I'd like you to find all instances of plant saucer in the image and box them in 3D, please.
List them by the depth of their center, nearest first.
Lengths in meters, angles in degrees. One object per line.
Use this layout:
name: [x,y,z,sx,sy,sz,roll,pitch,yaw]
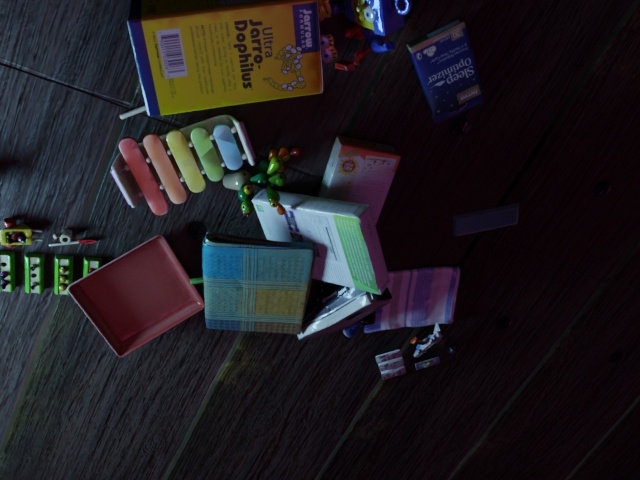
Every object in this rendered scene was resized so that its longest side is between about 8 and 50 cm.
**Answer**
plant saucer: [-0.460,0.135,1.698,0.259,0.048,0.258,-31,125,-11]
plant saucer: [0.456,-0.055,1.842,0.192,0.018,0.067,-12,124,-7]

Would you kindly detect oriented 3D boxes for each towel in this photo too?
towel: [-0.161,0.119,1.697,0.271,0.040,0.370,5,139,-4]
towel: [0.259,0.170,1.930,0.285,0.034,0.209,-4,122,-11]

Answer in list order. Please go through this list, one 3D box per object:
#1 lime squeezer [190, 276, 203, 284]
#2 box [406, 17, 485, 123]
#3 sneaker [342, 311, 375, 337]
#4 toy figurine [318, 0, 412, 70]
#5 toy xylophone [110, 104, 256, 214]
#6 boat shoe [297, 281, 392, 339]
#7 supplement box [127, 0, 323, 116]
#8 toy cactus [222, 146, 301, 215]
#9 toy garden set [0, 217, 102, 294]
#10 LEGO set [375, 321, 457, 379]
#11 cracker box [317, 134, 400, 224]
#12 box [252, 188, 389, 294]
lime squeezer: [-0.187,0.121,1.779,0.310,0.059,0.110,26,129,-33]
box: [0.303,-0.388,1.580,0.136,0.036,0.225,-26,126,4]
sneaker: [0.111,0.228,1.892,0.058,0.084,0.152,-16,129,-38]
toy figurine: [0.114,-0.505,1.314,0.191,0.217,0.363,-26,126,-27]
toy xylophone: [-0.323,-0.208,1.518,0.322,0.081,0.236,-27,124,4]
boat shoe: [0.045,0.150,1.826,0.127,0.158,0.340,3,153,-46]
supplement box: [-0.190,-0.396,1.359,0.356,0.194,0.195,-9,124,-7]
toy cactus: [-0.145,-0.138,1.574,0.180,0.219,0.112,2,145,34]
toy garden set: [-0.657,0.051,1.623,0.244,0.049,0.204,4,121,-16]
LEGO set: [0.289,0.335,2.027,0.244,0.060,0.182,-17,145,3]
cracker box: [0.085,-0.134,1.672,0.155,0.067,0.232,9,119,-18]
box: [0.000,0.000,1.618,0.058,0.322,0.232,-47,134,-35]
